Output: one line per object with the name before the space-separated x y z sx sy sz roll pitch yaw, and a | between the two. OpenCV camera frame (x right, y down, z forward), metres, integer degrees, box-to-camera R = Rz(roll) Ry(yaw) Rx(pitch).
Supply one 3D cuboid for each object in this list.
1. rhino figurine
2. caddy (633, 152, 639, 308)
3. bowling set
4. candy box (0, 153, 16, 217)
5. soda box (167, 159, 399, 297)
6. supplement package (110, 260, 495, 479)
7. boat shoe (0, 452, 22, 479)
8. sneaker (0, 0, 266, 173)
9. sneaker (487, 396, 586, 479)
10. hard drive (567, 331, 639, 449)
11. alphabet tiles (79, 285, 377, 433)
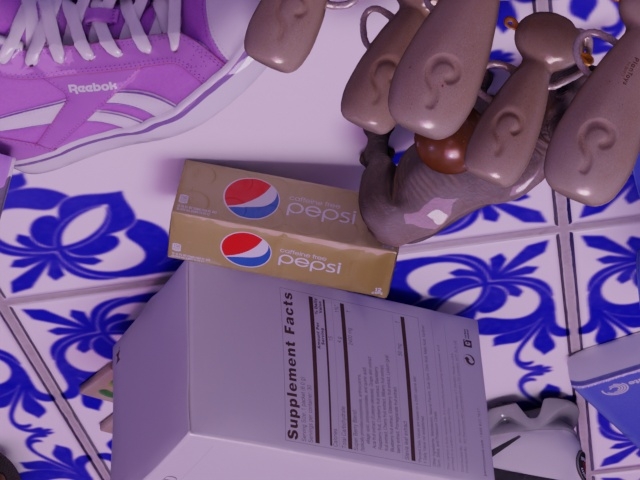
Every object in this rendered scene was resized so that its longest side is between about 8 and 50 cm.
rhino figurine | 0.125 -0.071 1.414 0.243 0.106 0.073 -24 143 29
caddy | 0.349 0.035 1.484 0.179 0.241 0.341 -5 148 14
bowling set | 0.094 -0.135 1.286 0.287 0.154 0.200 24 176 0
candy box | -0.292 0.023 1.400 0.070 0.165 0.196 17 167 -14
soda box | -0.027 -0.009 1.498 0.181 0.061 0.058 10 138 1
supplement package | -0.020 0.155 1.666 0.293 0.175 0.177 13 145 -24
boat shoe | -0.447 0.299 1.925 0.324 0.122 0.120 -9 150 10
sneaker | -0.163 -0.138 1.289 0.282 0.102 0.161 -23 140 27
sneaker | 0.109 0.266 1.900 0.330 0.146 0.122 -17 152 23
hard drive | 0.407 0.164 1.869 0.210 0.040 0.318 -20 144 24
alphabet tiles | -0.050 0.133 1.803 0.285 0.011 0.342 21 140 -32
